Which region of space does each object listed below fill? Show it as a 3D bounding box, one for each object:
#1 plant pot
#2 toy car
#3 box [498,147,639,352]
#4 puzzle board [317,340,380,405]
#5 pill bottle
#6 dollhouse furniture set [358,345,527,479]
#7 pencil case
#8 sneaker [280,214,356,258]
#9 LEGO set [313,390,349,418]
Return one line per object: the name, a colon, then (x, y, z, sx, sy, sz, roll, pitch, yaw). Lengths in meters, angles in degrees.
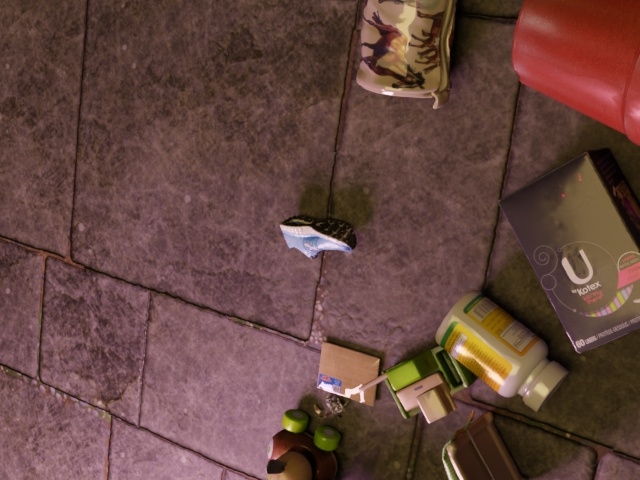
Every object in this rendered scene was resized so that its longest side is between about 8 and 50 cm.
plant pot: (0.439, -0.278, 1.329, 0.265, 0.272, 0.273, 29, 112, 33)
toy car: (-0.068, 0.441, 1.785, 0.148, 0.188, 0.155, 23, 109, 26)
box: (0.425, 0.012, 1.439, 0.165, 0.143, 0.270, -32, 81, 31)
puzzle board: (0.054, 0.255, 1.783, 0.128, 0.011, 0.097, 14, 104, 30)
pill bottle: (0.307, 0.188, 1.557, 0.208, 0.117, 0.118, 38, 115, 21)
dollhouse furniture set: (0.205, 0.348, 1.597, 0.151, 0.197, 0.302, -32, 80, 30)
pencil case: (0.163, -0.431, 1.517, 0.183, 0.159, 0.411, 18, 108, 43)
sneaker: (0.000, 0.000, 1.758, 0.162, 0.063, 0.073, 12, 122, 34)
LEGO set: (0.019, 0.328, 1.810, 0.083, 0.023, 0.054, -45, 75, 29)
